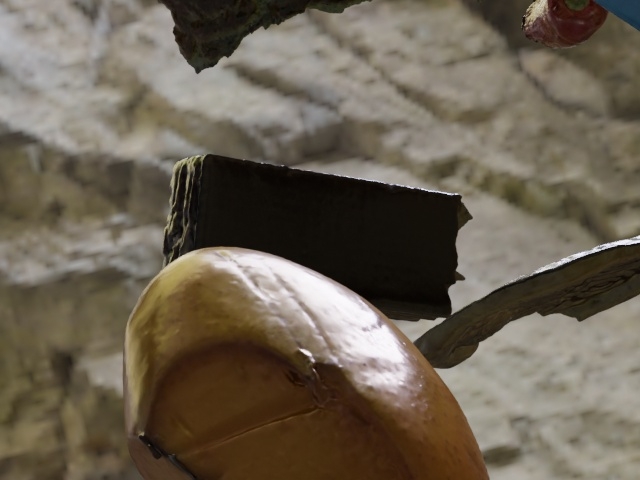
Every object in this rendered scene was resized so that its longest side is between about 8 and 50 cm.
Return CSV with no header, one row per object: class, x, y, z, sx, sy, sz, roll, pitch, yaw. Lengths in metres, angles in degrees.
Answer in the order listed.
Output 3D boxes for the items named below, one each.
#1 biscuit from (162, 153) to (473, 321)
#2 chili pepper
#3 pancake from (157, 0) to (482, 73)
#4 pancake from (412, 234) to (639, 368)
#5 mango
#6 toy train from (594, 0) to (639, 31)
biscuit,0.000,0.000,1.511,0.070,0.252,0.106,-11,-107,63
chili pepper,0.246,-0.227,1.884,0.123,0.073,0.070,-173,-115,-83
pancake,-0.014,-0.335,1.752,0.067,0.426,0.305,-47,123,-71
pancake,0.170,0.037,1.350,0.212,0.235,0.029,124,-55,-70
mango,-0.011,0.098,0.932,0.252,0.154,0.126,54,-22,35
toy train,0.317,-0.253,1.269,0.300,0.188,0.265,-55,-178,28
